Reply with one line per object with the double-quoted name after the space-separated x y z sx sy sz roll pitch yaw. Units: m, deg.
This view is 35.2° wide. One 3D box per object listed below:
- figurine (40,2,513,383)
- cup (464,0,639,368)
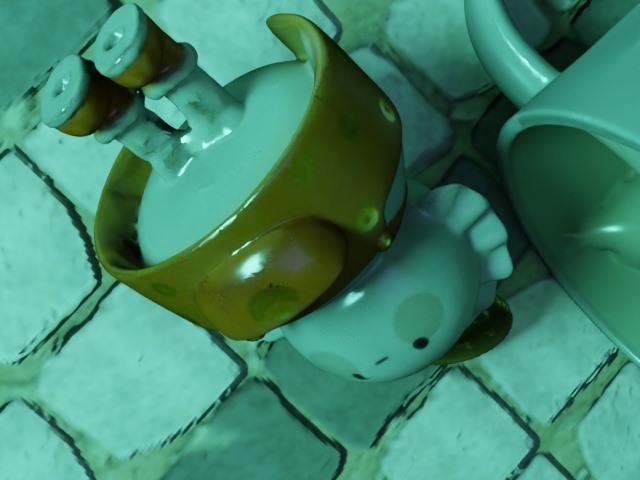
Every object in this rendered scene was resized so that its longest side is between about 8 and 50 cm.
-0.003 -0.008 0.463 0.271 0.143 0.143 25 88 -49 "figurine"
0.252 -0.104 0.495 0.327 0.237 0.323 -43 78 -8 "cup"
